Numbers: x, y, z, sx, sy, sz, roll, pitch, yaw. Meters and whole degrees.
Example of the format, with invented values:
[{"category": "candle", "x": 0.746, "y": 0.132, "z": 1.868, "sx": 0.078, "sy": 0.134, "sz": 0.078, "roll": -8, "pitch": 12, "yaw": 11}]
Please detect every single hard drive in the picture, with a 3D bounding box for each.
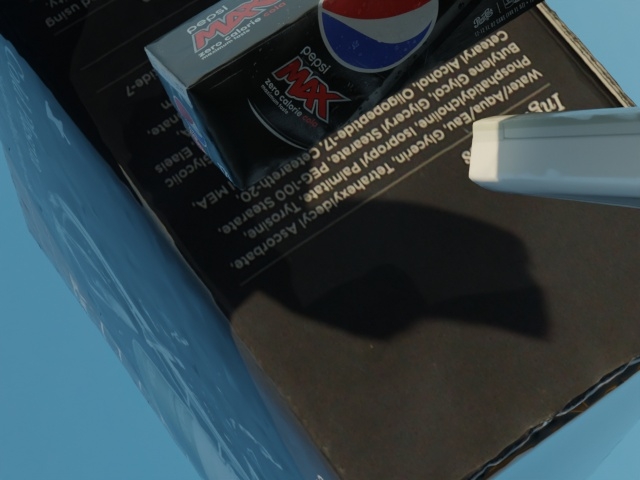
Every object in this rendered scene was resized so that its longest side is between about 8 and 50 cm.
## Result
[{"category": "hard drive", "x": 0.229, "y": -0.027, "z": 0.628, "sx": 0.203, "sy": 0.307, "sz": 0.040, "roll": 5, "pitch": -90, "yaw": -27}]

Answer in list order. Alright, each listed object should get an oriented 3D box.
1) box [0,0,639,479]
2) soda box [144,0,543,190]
[{"category": "box", "x": 0.000, "y": 0.000, "z": 1.097, "sx": 0.297, "sy": 0.480, "sz": 0.472, "roll": -34, "pitch": -107, "yaw": -16}, {"category": "soda box", "x": 0.017, "y": -0.093, "z": 0.626, "sx": 0.169, "sy": 0.060, "sz": 0.053, "roll": -33, "pitch": -57, "yaw": -8}]
